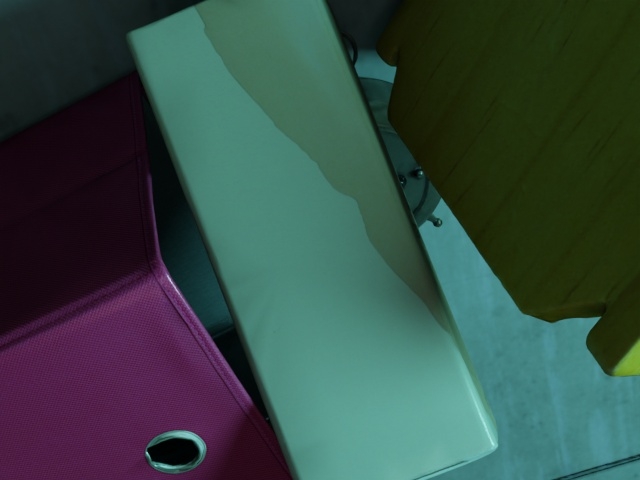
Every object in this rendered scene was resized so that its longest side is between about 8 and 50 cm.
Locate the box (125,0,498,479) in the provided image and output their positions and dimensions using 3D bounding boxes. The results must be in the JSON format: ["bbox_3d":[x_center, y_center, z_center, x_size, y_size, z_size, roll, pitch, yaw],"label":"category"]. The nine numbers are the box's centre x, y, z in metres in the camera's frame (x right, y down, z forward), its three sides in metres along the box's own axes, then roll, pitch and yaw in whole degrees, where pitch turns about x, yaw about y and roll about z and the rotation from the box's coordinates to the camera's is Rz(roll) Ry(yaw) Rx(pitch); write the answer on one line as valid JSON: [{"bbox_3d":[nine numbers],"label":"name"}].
[{"bbox_3d":[0.000,0.000,0.720,0.121,0.148,0.311,-22,88,6],"label":"box"}]

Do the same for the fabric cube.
[{"bbox_3d":[-0.171,0.086,0.783,0.258,0.259,0.254,-25,125,5],"label":"fabric cube"}]

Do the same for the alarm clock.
[{"bbox_3d":[0.026,-0.069,0.844,0.129,0.064,0.192,-17,121,0],"label":"alarm clock"}]

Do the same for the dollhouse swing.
[{"bbox_3d":[0.278,-0.098,0.715,0.305,0.347,0.315,19,117,-34],"label":"dollhouse swing"}]
